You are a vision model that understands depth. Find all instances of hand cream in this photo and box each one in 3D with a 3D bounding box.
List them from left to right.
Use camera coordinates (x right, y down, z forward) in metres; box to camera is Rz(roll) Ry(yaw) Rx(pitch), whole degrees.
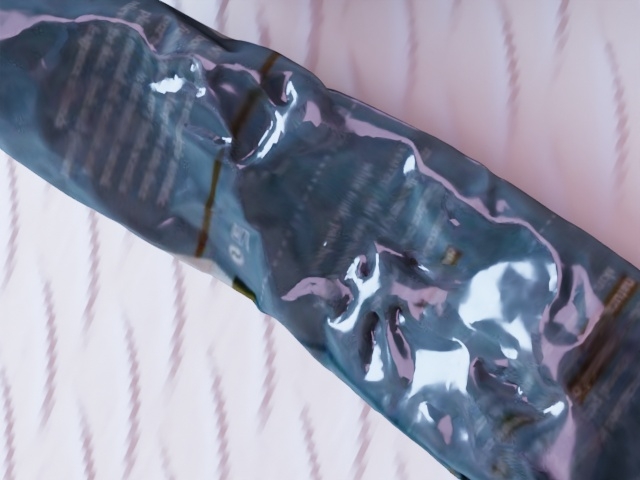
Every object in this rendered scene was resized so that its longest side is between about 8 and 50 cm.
[{"bbox_3d":[0.000,0.000,0.368,0.248,0.052,0.075,34,109,16],"label":"hand cream"}]
